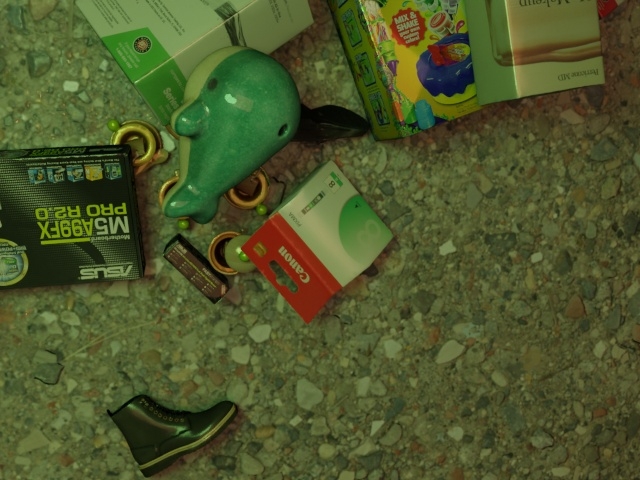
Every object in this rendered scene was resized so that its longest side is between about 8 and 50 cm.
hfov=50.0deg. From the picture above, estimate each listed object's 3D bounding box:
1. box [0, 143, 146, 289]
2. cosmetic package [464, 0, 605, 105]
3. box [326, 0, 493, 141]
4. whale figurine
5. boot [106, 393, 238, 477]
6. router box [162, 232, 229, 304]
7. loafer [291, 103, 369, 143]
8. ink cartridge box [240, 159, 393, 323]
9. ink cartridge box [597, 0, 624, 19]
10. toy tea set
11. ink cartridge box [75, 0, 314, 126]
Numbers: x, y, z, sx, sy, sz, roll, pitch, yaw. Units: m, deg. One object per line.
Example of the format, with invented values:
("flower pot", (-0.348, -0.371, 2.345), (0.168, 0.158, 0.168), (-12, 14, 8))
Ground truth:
("box", (-0.425, -0.036, 1.086), (0.270, 0.060, 0.216), (-3, 112, -8))
("cosmetic package", (0.303, -0.359, 1.005), (0.153, 0.129, 0.296), (-13, 99, -11))
("box", (0.198, -0.346, 1.142), (0.290, 0.177, 0.279), (-22, 100, -8))
("whale figurine", (-0.126, -0.139, 0.995), (0.141, 0.216, 0.272), (29, 96, 27))
("boot", (-0.257, 0.303, 1.192), (0.198, 0.077, 0.137), (-33, 97, -7))
("router box", (-0.208, 0.046, 1.155), (0.038, 0.092, 0.122), (-45, 103, -2))
("loafer", (0.001, -0.197, 1.191), (0.170, 0.062, 0.061), (4, 135, -18))
("ink cartridge box", (0.000, 0.000, 1.165), (0.181, 0.056, 0.225), (50, 57, -13))
("ink cartridge box", (0.522, -0.497, 1.238), (0.175, 0.072, 0.127), (-38, 102, -4))
("toy tea set", (-0.189, -0.099, 1.123), (0.200, 0.124, 0.336), (-40, 103, -4))
("ink cartridge box", (-0.186, -0.346, 1.044), (0.289, 0.121, 0.211), (-35, 63, -5))
